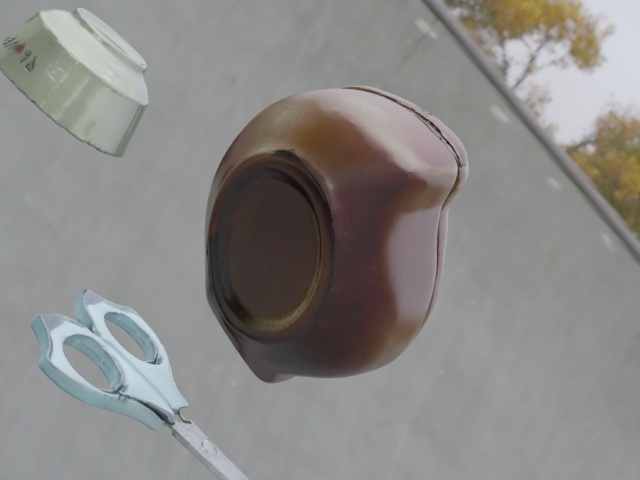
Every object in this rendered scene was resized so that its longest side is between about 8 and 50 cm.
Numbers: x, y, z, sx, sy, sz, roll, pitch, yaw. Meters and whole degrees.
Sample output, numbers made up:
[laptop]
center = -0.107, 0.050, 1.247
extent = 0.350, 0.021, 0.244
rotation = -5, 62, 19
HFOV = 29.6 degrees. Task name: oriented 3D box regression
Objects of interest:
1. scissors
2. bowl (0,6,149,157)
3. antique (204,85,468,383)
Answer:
[scissors]
center = -0.133, 0.185, 1.201
extent = 0.360, 0.029, 0.191
rotation = 42, 18, 5
[bowl]
center = -0.291, -0.211, 1.501
extent = 0.211, 0.112, 0.211
rotation = 43, 7, -7
[antique]
center = 0.000, 0.000, 0.981
extent = 0.129, 0.278, 0.223
rotation = -14, 65, -47
